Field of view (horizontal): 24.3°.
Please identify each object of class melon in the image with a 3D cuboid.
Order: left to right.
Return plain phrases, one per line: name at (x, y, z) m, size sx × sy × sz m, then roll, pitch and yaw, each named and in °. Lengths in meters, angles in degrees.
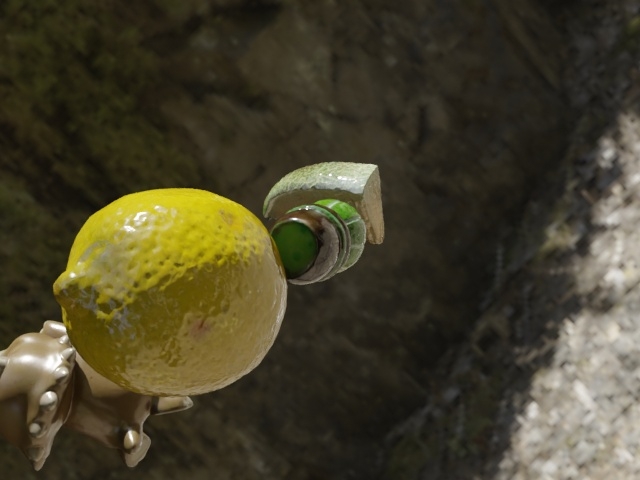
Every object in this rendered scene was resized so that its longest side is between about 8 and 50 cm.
melon at (-0.004, -0.054, 1.903) m, size 0.182 × 0.098 × 0.054 m, roll 11°, pitch 37°, yaw 29°

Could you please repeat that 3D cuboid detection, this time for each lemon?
lemon at (-0.159, 0.056, 1.568) m, size 0.228 × 0.228 × 0.253 m, roll -31°, pitch -13°, yaw 32°

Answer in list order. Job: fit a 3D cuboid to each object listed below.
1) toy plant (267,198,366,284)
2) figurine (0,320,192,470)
toy plant at (0.000, 0.000, 1.725) m, size 0.093 × 0.092 × 0.162 m, roll -35°, pitch -8°, yaw 24°
figurine at (-0.332, 0.219, 1.947) m, size 0.177 × 0.247 × 0.173 m, roll -49°, pitch 2°, yaw 29°
